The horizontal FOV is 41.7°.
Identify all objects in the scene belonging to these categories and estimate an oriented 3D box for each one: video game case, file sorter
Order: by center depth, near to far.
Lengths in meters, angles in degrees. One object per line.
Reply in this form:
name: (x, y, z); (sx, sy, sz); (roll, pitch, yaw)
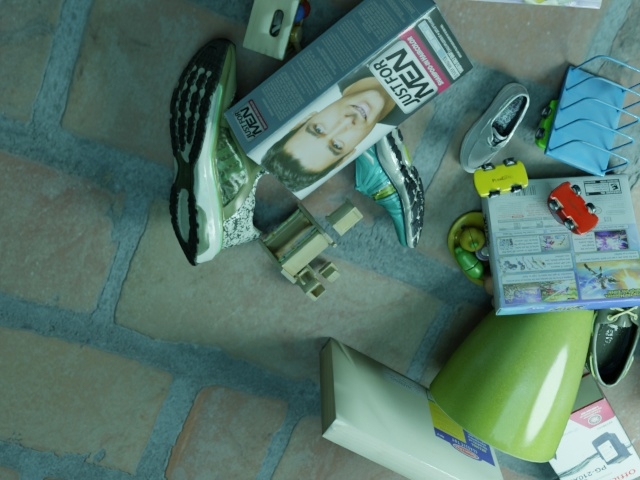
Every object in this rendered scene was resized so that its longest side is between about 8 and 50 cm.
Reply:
file sorter: (0.482, -0.216, 1.451); (0.118, 0.104, 0.170); (20, 80, -10)
video game case: (0.444, 0.007, 1.545); (0.270, 0.244, 0.061); (-3, 161, 0)

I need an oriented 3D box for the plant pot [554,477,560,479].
plant pot: (0.624, 0.698, 1.897); (0.293, 0.196, 0.293); (-1, 116, -2)

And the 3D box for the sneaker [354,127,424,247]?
sneaker: (0.120, -0.111, 1.554); (0.110, 0.107, 0.275); (-13, 113, 26)

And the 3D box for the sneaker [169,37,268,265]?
sneaker: (-0.165, -0.159, 1.513); (0.182, 0.158, 0.410); (-8, 119, -33)

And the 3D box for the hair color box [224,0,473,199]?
hair color box: (0.048, -0.249, 1.394); (0.374, 0.113, 0.185); (-37, 145, 11)

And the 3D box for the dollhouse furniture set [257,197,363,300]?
dollhouse furniture set: (0.000, 0.000, 1.616); (0.182, 0.101, 0.161); (-41, 145, 2)

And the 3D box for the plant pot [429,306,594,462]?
plant pot: (0.402, 0.228, 1.639); (0.275, 0.275, 0.293); (23, 104, -12)

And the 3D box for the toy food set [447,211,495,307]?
toy food set: (0.339, 0.043, 1.634); (0.128, 0.071, 0.218); (-34, 113, 14)

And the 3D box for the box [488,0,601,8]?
box: (0.309, -0.434, 1.403); (0.324, 0.067, 0.063); (3, 115, -2)

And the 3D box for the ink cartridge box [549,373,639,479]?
ink cartridge box: (0.569, 0.431, 1.815); (0.172, 0.100, 0.237); (-29, 114, 12)

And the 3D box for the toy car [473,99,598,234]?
toy car: (0.404, -0.143, 1.515); (0.239, 0.053, 0.224); (21, 78, -4)

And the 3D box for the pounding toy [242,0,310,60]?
pounding toy: (-0.059, -0.356, 1.405); (0.100, 0.130, 0.141); (19, 114, 2)

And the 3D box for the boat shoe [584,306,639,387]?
boat shoe: (0.596, 0.153, 1.685); (0.109, 0.091, 0.304); (2, 116, -3)

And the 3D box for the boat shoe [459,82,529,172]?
boat shoe: (0.318, -0.196, 1.520); (0.066, 0.063, 0.184); (32, 111, -16)

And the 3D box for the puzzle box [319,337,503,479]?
puzzle box: (0.182, 0.373, 1.681); (0.409, 0.272, 0.052); (30, 112, -14)
